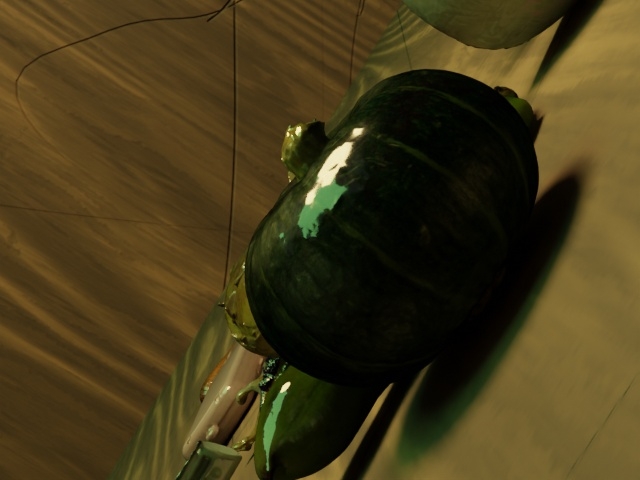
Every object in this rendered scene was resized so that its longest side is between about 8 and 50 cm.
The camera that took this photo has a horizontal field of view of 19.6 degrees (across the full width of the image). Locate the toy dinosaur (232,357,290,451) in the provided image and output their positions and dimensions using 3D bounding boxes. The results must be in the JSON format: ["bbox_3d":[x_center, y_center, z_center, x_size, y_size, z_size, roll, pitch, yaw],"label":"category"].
[{"bbox_3d":[-0.033,0.096,1.490,0.058,0.037,0.180,-9,52,52],"label":"toy dinosaur"}]

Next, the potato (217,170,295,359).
[{"bbox_3d":[0.000,0.000,1.411,0.225,0.090,0.117,-52,22,31],"label":"potato"}]

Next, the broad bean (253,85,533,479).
[{"bbox_3d":[0.050,0.018,1.033,0.318,0.056,0.098,-54,-12,-36],"label":"broad bean"}]

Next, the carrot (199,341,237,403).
[{"bbox_3d":[-0.095,0.136,1.918,0.093,0.032,0.032,-57,4,-26],"label":"carrot"}]

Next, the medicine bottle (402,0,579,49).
[{"bbox_3d":[0.123,-0.215,1.172,0.143,0.147,0.147,-48,11,49],"label":"medicine bottle"}]

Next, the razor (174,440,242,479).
[{"bbox_3d":[-0.069,0.207,0.993,0.111,0.056,0.278,-59,10,10],"label":"razor"}]

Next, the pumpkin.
[{"bbox_3d":[0.033,-0.007,0.899,0.167,0.125,0.167,-57,-15,-25],"label":"pumpkin"}]

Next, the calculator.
[{"bbox_3d":[-0.085,0.143,1.729,0.100,0.032,0.175,-57,5,24],"label":"calculator"}]
